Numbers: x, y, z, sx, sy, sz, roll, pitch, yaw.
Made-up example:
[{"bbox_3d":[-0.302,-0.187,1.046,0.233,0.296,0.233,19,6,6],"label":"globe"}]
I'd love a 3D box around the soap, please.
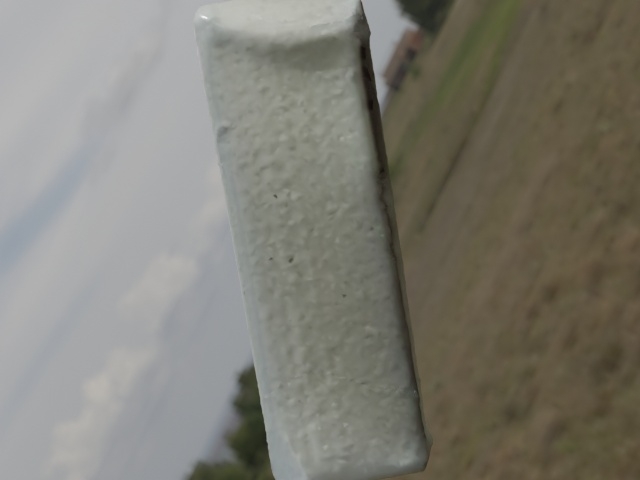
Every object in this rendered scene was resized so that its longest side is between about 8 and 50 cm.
[{"bbox_3d":[0.000,0.000,0.712,0.121,0.063,0.183,48,-147,-89],"label":"soap"}]
